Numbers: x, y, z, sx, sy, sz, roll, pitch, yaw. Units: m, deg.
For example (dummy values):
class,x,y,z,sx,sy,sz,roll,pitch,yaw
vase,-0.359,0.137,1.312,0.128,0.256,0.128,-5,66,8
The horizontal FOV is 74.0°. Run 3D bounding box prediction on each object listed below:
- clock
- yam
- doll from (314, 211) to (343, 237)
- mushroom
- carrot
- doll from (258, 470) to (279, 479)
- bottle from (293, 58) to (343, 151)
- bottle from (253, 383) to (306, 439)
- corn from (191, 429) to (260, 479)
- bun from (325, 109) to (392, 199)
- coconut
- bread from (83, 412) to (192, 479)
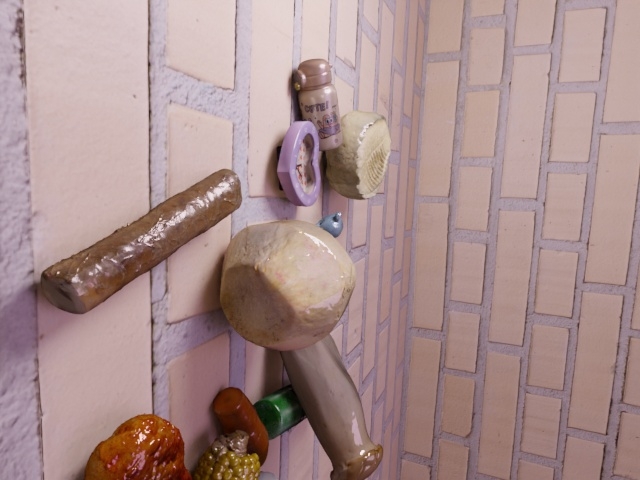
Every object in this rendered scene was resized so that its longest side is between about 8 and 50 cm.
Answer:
class,x,y,z,sx,sy,sz,roll,pitch,yaw
clock,-0.059,-0.172,0.983,0.172,0.064,0.198,-39,130,-60
yam,-0.228,-0.013,0.612,0.356,0.081,0.081,-49,138,-52
doll,-0.003,-0.004,1.166,0.180,0.075,0.120,-53,-175,-20
mushroom,0.009,0.339,0.984,0.154,0.137,0.407,74,-8,-71
carrot,-0.153,0.381,0.854,0.087,0.087,0.193,-51,141,-53
doll,-0.116,0.661,0.944,0.215,0.161,0.257,-24,101,-49
bottle,-0.010,-0.329,1.037,0.110,0.097,0.209,-27,124,-25
bottle,-0.059,0.405,1.068,0.330,0.093,0.093,15,80,-67
corn,-0.200,0.492,0.726,0.322,0.119,0.119,-64,150,-23
bun,0.097,-0.248,1.227,0.259,0.152,0.259,-38,137,-47
coconut,-0.063,0.081,0.820,0.259,0.259,0.259,5,90,-67
bread,-0.247,0.351,0.615,0.139,0.095,0.269,-48,142,-44
